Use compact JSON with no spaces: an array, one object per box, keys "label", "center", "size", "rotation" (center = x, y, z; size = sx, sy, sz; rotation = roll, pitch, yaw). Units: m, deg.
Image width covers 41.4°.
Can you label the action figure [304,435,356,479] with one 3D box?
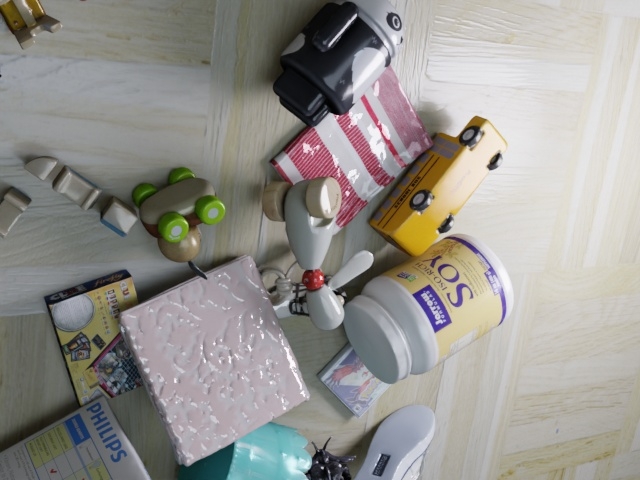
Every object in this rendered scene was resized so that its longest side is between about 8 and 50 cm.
[{"label":"action figure","center":[0.009,0.606,2.030],"size":[0.164,0.141,0.276],"rotation":[-8,87,-20]}]

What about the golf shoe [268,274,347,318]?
[{"label":"golf shoe","center":[-0.035,0.132,1.831],"size":[0.198,0.094,0.077],"rotation":[-21,120,-21]}]

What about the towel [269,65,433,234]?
[{"label":"towel","center":[0.075,-0.190,1.800],"size":[0.329,0.037,0.237],"rotation":[-43,124,-9]}]

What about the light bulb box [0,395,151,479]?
[{"label":"light bulb box","center":[-0.469,0.549,1.560],"size":[0.361,0.358,0.225],"rotation":[-28,135,-18]}]

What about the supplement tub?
[{"label":"supplement tub","center":[0.240,0.153,1.903],"size":[0.331,0.241,0.241],"rotation":[-28,122,-23]}]

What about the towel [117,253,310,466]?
[{"label":"towel","center":[-0.206,0.233,1.685],"size":[0.317,0.053,0.332],"rotation":[-24,94,-32]}]

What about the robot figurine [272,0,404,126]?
[{"label":"robot figurine","center":[0.037,-0.352,1.623],"size":[0.173,0.209,0.278],"rotation":[43,85,-23]}]

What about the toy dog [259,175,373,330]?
[{"label":"toy dog","center":[0.000,0.000,1.737],"size":[0.161,0.220,0.334],"rotation":[-34,139,-46]}]

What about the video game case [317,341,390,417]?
[{"label":"video game case","center":[0.112,0.306,2.033],"size":[0.201,0.023,0.183],"rotation":[-45,125,-7]}]

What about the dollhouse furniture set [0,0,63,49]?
[{"label":"dollhouse furniture set","center":[-0.475,-0.515,1.292],"size":[0.201,0.152,0.374],"rotation":[-34,140,-16]}]

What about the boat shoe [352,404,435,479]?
[{"label":"boat shoe","center":[0.184,0.570,2.061],"size":[0.367,0.136,0.156],"rotation":[-52,141,-44]}]

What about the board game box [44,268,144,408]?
[{"label":"board game box","center":[-0.423,0.194,1.652],"size":[0.165,0.042,0.243],"rotation":[-20,118,-23]}]

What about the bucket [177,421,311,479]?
[{"label":"bucket","center":[-0.170,0.500,1.796],"size":[0.183,0.281,0.281],"rotation":[25,95,-26]}]

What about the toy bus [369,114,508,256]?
[{"label":"toy bus","center":[0.264,-0.125,1.882],"size":[0.108,0.130,0.333],"rotation":[40,87,-35]}]

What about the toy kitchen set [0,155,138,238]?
[{"label":"toy kitchen set","center":[-0.461,-0.039,1.512],"size":[0.207,0.122,0.166],"rotation":[36,89,-16]}]

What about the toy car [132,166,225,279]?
[{"label":"toy car","center":[-0.254,-0.015,1.610],"size":[0.149,0.155,0.188],"rotation":[-27,131,-19]}]
